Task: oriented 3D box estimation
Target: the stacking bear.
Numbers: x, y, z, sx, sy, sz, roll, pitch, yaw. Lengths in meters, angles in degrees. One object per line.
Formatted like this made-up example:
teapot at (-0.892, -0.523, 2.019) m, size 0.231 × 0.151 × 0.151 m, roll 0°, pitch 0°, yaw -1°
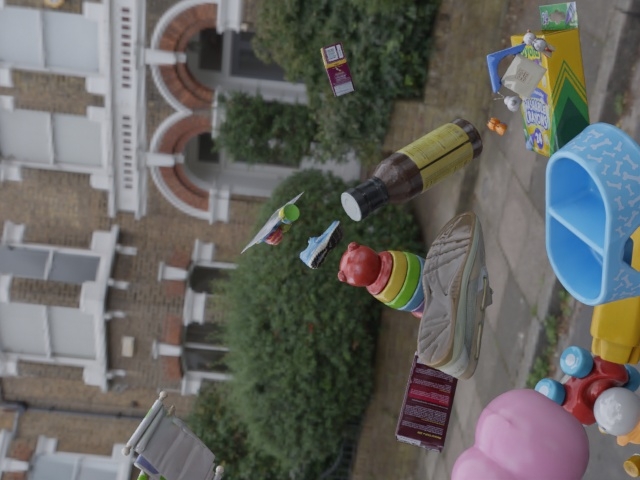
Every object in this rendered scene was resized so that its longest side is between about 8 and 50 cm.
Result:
stacking bear at (0.184, 0.094, 1.981) m, size 0.175 × 0.289 × 0.164 m, roll -69°, pitch 19°, yaw 6°

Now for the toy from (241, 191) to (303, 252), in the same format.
toy at (-0.108, -0.031, 1.897) m, size 0.137 × 0.056 × 0.237 m, roll -51°, pitch 6°, yaw -27°

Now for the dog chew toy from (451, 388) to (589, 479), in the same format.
dog chew toy at (0.337, 0.438, 1.380) m, size 0.332 × 0.206 × 0.206 m, roll -52°, pitch -2°, yaw -6°

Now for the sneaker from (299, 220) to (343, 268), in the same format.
sneaker at (0.000, 0.000, 2.093) m, size 0.162 × 0.073 × 0.063 m, roll -49°, pitch -34°, yaw -24°

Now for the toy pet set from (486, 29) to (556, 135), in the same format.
toy pet set at (0.218, -0.191, 0.888) m, size 0.122 × 0.065 × 0.114 m, roll -61°, pitch -4°, yaw 15°

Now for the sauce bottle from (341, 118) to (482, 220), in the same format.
sauce bottle at (0.197, -0.153, 1.651) m, size 0.111 × 0.344 × 0.111 m, roll 46°, pitch 153°, yaw 32°

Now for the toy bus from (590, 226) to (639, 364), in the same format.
toy bus at (0.658, 0.110, 1.626) m, size 0.130 × 0.108 × 0.332 m, roll -24°, pitch -57°, yaw -57°

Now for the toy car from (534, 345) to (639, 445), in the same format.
toy car at (0.678, 0.403, 1.799) m, size 0.210 × 0.219 × 0.238 m, roll -57°, pitch 29°, yaw 21°

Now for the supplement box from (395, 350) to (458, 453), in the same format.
supplement box at (0.290, 0.432, 2.028) m, size 0.073 × 0.130 × 0.239 m, roll 81°, pitch -155°, yaw -61°

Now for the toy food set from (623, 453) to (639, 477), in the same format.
toy food set at (0.762, 0.526, 1.582) m, size 0.232 × 0.104 × 0.111 m, roll 51°, pitch 148°, yaw 29°

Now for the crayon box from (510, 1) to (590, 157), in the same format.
crayon box at (0.505, -0.351, 1.672) m, size 0.203 × 0.083 × 0.323 m, roll -111°, pitch 8°, yaw -75°

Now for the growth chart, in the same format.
growth chart at (-0.280, 0.433, 1.456) m, size 0.237 × 0.021 × 0.172 m, roll 57°, pitch -137°, yaw -19°

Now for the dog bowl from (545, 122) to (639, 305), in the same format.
dog bowl at (0.399, -0.025, 1.103) m, size 0.166 × 0.074 × 0.297 m, roll 52°, pitch 163°, yaw 48°

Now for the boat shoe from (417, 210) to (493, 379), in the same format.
boat shoe at (0.245, 0.092, 1.316) m, size 0.109 × 0.098 × 0.302 m, roll -23°, pitch 44°, yaw 47°

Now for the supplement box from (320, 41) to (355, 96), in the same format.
supplement box at (0.034, -0.325, 1.441) m, size 0.083 × 0.043 × 0.055 m, roll 67°, pitch -171°, yaw -52°
